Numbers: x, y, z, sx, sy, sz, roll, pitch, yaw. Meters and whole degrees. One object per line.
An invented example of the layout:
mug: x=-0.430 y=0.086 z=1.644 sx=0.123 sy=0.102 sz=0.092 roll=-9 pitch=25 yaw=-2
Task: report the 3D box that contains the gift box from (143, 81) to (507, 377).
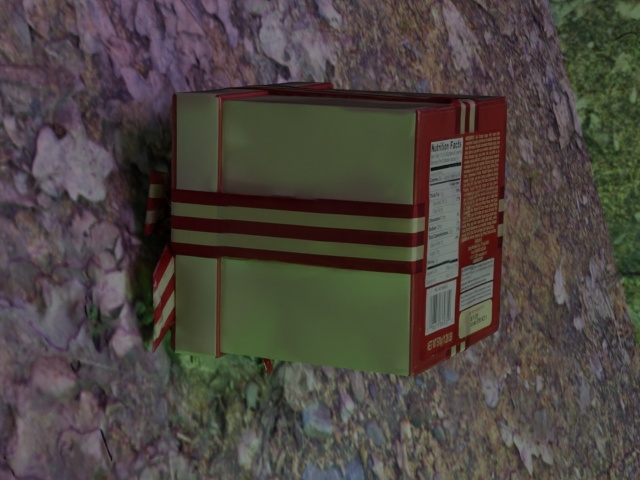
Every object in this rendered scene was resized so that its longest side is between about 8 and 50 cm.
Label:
gift box: x=0.000 y=0.000 z=1.411 sx=0.255 sy=0.258 sz=0.276 roll=-6 pitch=101 yaw=-64
